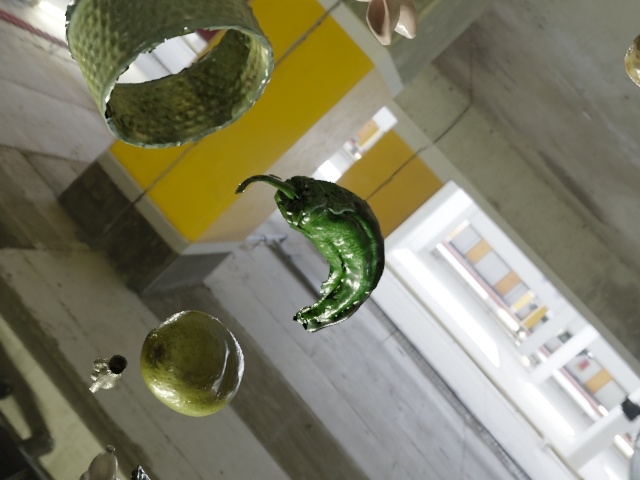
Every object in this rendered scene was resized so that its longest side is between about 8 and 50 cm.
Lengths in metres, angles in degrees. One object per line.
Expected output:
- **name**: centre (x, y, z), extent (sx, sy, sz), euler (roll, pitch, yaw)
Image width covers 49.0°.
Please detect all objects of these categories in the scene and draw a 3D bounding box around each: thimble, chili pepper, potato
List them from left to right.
- **thimble**: centre (-0.216, -0.268, 1.014), extent (0.150, 0.270, 0.271), euler (61, -166, 20)
- **potato**: centre (-0.213, 0.205, 1.167), extent (0.248, 0.143, 0.169), euler (57, -153, -65)
- **chili pepper**: centre (0.001, 0.000, 0.725), extent (0.065, 0.122, 0.279), euler (52, 169, 39)

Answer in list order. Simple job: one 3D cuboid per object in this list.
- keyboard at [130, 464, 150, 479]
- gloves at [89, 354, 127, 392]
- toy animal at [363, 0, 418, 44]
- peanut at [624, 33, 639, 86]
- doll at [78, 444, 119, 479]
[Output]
- **keyboard**: centre (-0.236, 0.425, 1.053), extent (0.072, 0.023, 0.231), euler (-102, -4, -49)
- **gloves**: centre (-0.260, 0.162, 0.859), extent (0.037, 0.081, 0.044), euler (54, -132, -16)
- **toy animal**: centre (0.066, -0.371, 0.943), extent (0.212, 0.124, 0.124), euler (44, -171, 4)
- **peanut**: centre (0.585, -0.249, 1.196), extent (0.085, 0.104, 0.228), euler (-6, 115, 57)
- **doll**: centre (-0.306, 0.354, 0.909), extent (0.059, 0.161, 0.160), euler (19, -171, -3)
